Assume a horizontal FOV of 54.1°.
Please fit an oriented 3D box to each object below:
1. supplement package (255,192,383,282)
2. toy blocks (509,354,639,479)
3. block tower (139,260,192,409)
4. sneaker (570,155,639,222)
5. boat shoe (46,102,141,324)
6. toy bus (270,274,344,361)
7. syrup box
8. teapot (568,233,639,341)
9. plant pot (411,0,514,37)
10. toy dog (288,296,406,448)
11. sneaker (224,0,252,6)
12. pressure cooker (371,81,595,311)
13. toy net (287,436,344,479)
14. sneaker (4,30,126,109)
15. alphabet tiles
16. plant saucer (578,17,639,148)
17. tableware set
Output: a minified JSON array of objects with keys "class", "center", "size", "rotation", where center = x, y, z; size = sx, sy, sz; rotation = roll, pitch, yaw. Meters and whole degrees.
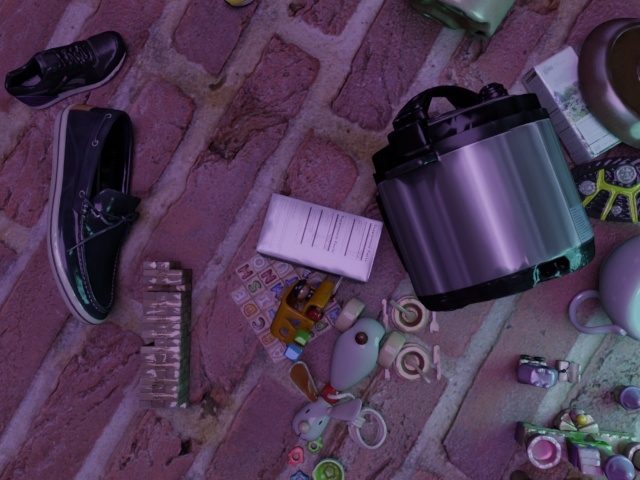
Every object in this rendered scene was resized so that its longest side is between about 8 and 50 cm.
[{"class":"supplement package","center":[0.000,0.000,1.367],"size":[0.244,0.139,0.133],"rotation":[15,84,4]},{"class":"toy blocks","center":[0.546,0.413,1.255],"size":[0.289,0.260,0.309],"rotation":[6,88,5]},{"class":"block tower","center":[-0.346,0.214,1.408],"size":[0.091,0.097,0.335],"rotation":[0,88,5]},{"class":"sneaker","center":[0.717,-0.117,1.339],"size":[0.385,0.147,0.145],"rotation":[-3,93,22]},{"class":"boat shoe","center":[-0.489,-0.065,1.389],"size":[0.156,0.187,0.500],"rotation":[-4,82,9]},{"class":"toy bus","center":[-0.041,0.137,1.333],"size":[0.104,0.191,0.202],"rotation":[29,90,5]},{"class":"syrup box","center":[0.551,-0.291,1.370],"size":[0.093,0.096,0.237],"rotation":[-31,85,0]},{"class":"teapot","center":[0.677,0.081,1.307],"size":[0.256,0.187,0.252],"rotation":[-2,115,-13]},{"class":"plant pot","center":[0.329,-0.613,1.311],"size":[0.334,0.334,0.305],"rotation":[27,100,5]},{"class":"toy dog","center":[0.047,0.288,1.332],"size":[0.220,0.161,0.333],"rotation":[12,89,16]},{"class":"sneaker","center":[-0.155,-0.632,1.434],"size":[0.081,0.094,0.208],"rotation":[39,92,3]},{"class":"pressure cooker","center":[0.305,-0.107,1.243],"size":[0.376,0.370,0.420],"rotation":[-20,90,-1]},{"class":"toy net","center":[-0.060,0.547,1.397],"size":[0.232,0.045,0.122],"rotation":[-41,86,1]},{"class":"sneaker","center":[-0.582,-0.396,1.436],"size":[0.283,0.124,0.107],"rotation":[-31,86,2]},{"class":"alphabet tiles","center":[-0.085,0.132,1.436],"size":[0.198,0.009,0.237],"rotation":[-34,86,2]},{"class":"plant saucer","center":[0.696,-0.344,1.334],"size":[0.311,0.050,0.310],"rotation":[3,77,-13]},{"class":"tableware set","center":[0.202,0.220,1.397],"size":[0.128,0.039,0.194],"rotation":[-3,87,4]}]
